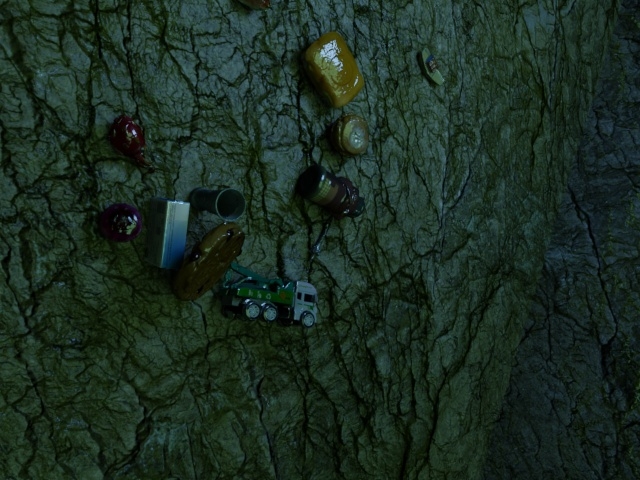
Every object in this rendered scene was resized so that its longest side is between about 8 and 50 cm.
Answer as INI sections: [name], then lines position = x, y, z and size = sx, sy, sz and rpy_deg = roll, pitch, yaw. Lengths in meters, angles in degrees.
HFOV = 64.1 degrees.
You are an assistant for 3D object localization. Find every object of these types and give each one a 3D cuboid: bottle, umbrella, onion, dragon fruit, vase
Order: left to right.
[onion]
position = -0.559, -0.050, 1.436
size = 0.115, 0.104, 0.115
rpy_deg = 4, 82, -27
[dragon fruit]
position = -0.527, -0.258, 1.438
size = 0.094, 0.094, 0.190
rpy_deg = -39, 130, -26
[vase]
position = -0.318, -0.116, 1.532
size = 0.096, 0.219, 0.096
rpy_deg = -8, 103, -36
[umbrella]
position = -0.005, -0.002, 1.910
size = 0.044, 0.044, 0.268
rpy_deg = 21, 76, 0
[bottle]
position = 0.055, -0.160, 1.857
size = 0.271, 0.143, 0.156
rpy_deg = 27, 82, -38

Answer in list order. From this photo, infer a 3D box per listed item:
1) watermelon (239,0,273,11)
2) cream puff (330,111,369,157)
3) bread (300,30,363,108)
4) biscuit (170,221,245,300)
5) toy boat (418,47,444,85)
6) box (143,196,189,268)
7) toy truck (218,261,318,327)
[watermelon]
position = -0.220, -0.832, 1.574
size = 0.146, 0.129, 0.231
rpy_deg = -70, 148, -41
[cream puff]
position = 0.104, -0.386, 1.872
size = 0.150, 0.115, 0.165
rpy_deg = -3, 109, -30
[bread]
position = 0.039, -0.593, 1.786
size = 0.174, 0.121, 0.245
rpy_deg = -47, 124, -23
[biscuit]
position = -0.331, 0.058, 1.502
size = 0.075, 0.296, 0.296
rpy_deg = 36, 71, 9
[toy boat]
position = 0.458, -0.716, 2.115
size = 0.065, 0.066, 0.172
rpy_deg = -54, 125, -21
[box]
position = -0.451, -0.023, 1.497
size = 0.073, 0.139, 0.194
rpy_deg = 4, 95, -38
[toy truck]
position = -0.175, 0.198, 1.731
size = 0.364, 0.177, 0.177
rpy_deg = 20, 73, -36
